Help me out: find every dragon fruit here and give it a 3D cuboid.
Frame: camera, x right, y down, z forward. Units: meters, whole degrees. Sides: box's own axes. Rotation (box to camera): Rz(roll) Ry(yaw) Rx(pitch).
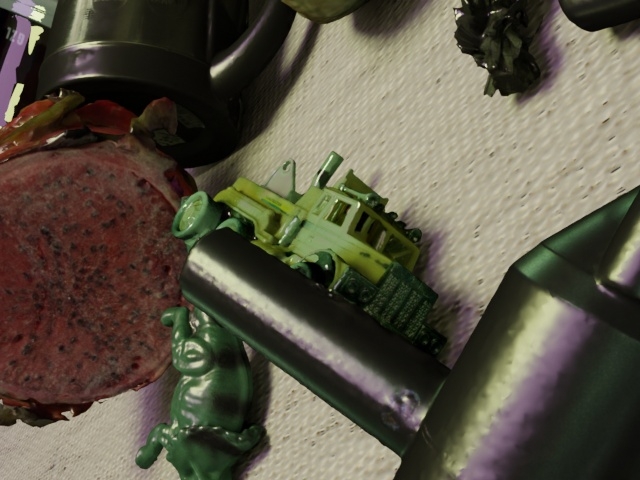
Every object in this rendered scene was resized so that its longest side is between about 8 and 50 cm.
[{"bbox_3d":[-0.251,-0.003,0.947,0.314,0.296,0.263,-31,23,-3],"label":"dragon fruit"}]

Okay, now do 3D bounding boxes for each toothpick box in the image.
[{"bbox_3d":[-0.467,-0.218,1.504,0.263,0.263,0.355,31,100,60],"label":"toothpick box"}]

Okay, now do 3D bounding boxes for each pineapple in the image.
[{"bbox_3d":[0.125,-0.177,0.634,0.074,0.074,0.160,-28,52,50],"label":"pineapple"}]

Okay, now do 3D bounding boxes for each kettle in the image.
[{"bbox_3d":[-0.153,-0.280,1.014,0.320,0.228,0.324,-9,67,32],"label":"kettle"}]

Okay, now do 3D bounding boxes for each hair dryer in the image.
[{"bbox_3d":[0.050,0.032,0.479,0.302,0.116,0.244,30,98,28],"label":"hair dryer"}]

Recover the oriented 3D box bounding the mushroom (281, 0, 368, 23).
[{"bbox_3d":[0.015,-0.298,0.806,0.189,0.164,0.267,-35,2,11],"label":"mushroom"}]

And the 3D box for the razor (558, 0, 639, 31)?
[{"bbox_3d":[0.203,-0.181,0.517,0.148,0.054,0.090,-24,52,53],"label":"razor"}]

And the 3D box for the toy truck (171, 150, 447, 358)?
[{"bbox_3d":[0.000,0.003,0.680,0.135,0.128,0.259,-53,30,1],"label":"toy truck"}]

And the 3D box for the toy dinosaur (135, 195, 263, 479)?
[{"bbox_3d":[-0.113,0.117,0.812,0.120,0.079,0.292,-29,63,40],"label":"toy dinosaur"}]
